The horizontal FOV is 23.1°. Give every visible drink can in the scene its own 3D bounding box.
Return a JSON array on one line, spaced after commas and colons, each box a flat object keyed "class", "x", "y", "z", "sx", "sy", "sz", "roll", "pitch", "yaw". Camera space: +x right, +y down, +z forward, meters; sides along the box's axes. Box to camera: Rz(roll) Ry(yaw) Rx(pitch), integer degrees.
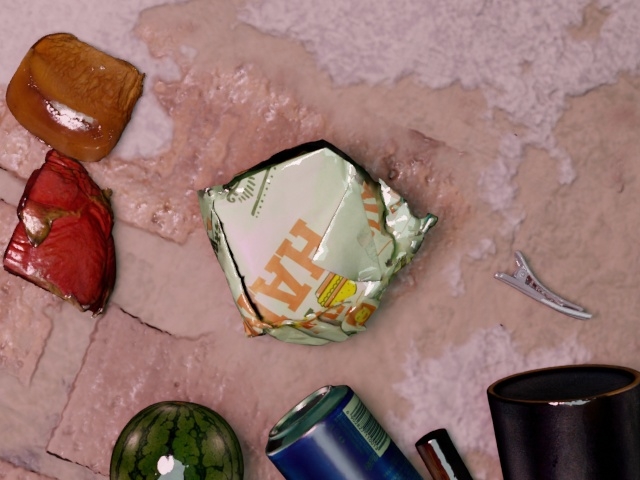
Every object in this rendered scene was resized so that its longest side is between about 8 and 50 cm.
[{"class": "drink can", "x": 0.040, "y": 0.258, "z": 1.662, "sx": 0.118, "sy": 0.118, "sz": 0.205, "roll": -38, "pitch": 94, "yaw": -4}]

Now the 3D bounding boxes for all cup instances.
[{"class": "cup", "x": 0.242, "y": 0.236, "z": 1.694, "sx": 0.166, "sy": 0.239, "sz": 0.177, "roll": -16, "pitch": 102, "yaw": -48}]

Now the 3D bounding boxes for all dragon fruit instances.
[{"class": "dragon fruit", "x": -0.256, "y": -0.012, "z": 1.621, "sx": 0.127, "sy": 0.120, "sz": 0.161, "roll": 20, "pitch": 82, "yaw": -13}]

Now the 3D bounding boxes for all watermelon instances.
[{"class": "watermelon", "x": -0.148, "y": 0.261, "z": 1.631, "sx": 0.141, "sy": 0.141, "sz": 0.187, "roll": -4, "pitch": 96, "yaw": -7}]

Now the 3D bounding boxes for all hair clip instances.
[{"class": "hair clip", "x": 0.250, "y": 0.053, "z": 1.724, "sx": 0.115, "sy": 0.030, "sz": 0.039, "roll": 31, "pitch": 87, "yaw": -7}]

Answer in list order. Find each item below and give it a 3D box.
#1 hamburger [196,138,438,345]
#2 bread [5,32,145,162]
[{"class": "hamburger", "x": 0.003, "y": -0.001, "z": 1.649, "sx": 0.235, "sy": 0.125, "sz": 0.214, "roll": -25, "pitch": 100, "yaw": -2}, {"class": "bread", "x": -0.257, "y": -0.157, "z": 1.640, "sx": 0.129, "sy": 0.044, "sz": 0.126, "roll": 28, "pitch": 67, "yaw": 0}]
